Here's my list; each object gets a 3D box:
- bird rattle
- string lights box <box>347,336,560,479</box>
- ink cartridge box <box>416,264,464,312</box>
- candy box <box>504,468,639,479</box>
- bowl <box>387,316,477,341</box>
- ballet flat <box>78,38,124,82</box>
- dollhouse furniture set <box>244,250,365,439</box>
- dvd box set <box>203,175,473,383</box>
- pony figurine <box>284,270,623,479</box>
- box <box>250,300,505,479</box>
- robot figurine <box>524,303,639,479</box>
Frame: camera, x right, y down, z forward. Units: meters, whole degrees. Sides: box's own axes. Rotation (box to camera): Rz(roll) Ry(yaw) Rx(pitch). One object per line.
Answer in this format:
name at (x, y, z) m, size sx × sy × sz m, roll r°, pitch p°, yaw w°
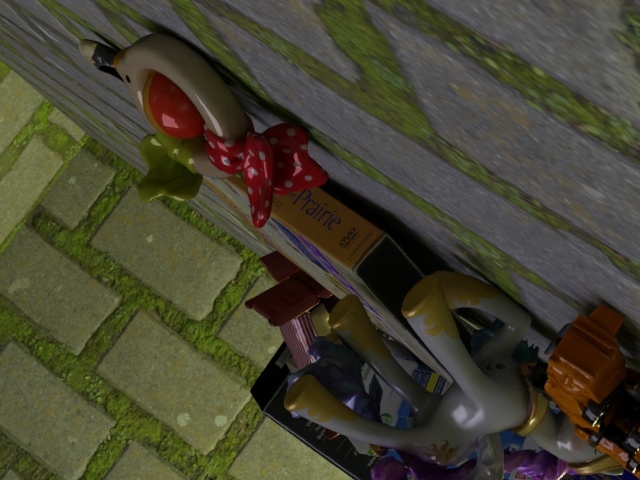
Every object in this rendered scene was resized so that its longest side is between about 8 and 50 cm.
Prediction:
bird rattle at (-0.123, -0.110, 1.458) m, size 0.207 × 0.143 × 0.253 m, roll 56°, pitch 165°, yaw -22°
string lights box at (0.173, 0.218, 1.870) m, size 0.260 × 0.133 × 0.077 m, roll 13°, pitch -164°, yaw -23°
ink cartridge box at (0.144, 0.070, 1.836) m, size 0.063 × 0.029 × 0.115 m, roll 36°, pitch 175°, yaw 17°
candy box at (0.332, 0.393, 1.915) m, size 0.122 × 0.317 × 0.268 m, roll 37°, pitch 177°, yaw -24°
bowl at (0.141, 0.122, 1.948) m, size 0.170 × 0.080 × 0.170 m, roll 34°, pitch -178°, yaw -1°
ballet flat at (-0.235, -0.195, 1.846) m, size 0.173 × 0.049 × 0.057 m, roll 37°, pitch 175°, yaw -4°
dollhouse furniture set at (-0.026, 0.120, 2.132) m, size 0.201 × 0.152 × 0.374 m, roll 64°, pitch 167°, yaw -18°
dvd box set at (0.000, 0.000, 1.776) m, size 0.420 × 0.062 × 0.307 m, roll 36°, pitch 172°, yaw 44°
pony figurine at (0.143, 0.208, 1.579) m, size 0.363 × 0.351 × 0.302 m, roll 37°, pitch -150°, yaw -22°
box at (0.148, 0.311, 2.666) m, size 0.472 × 0.297 × 0.480 m, roll 35°, pitch 176°, yaw -3°
robot figurine at (0.279, 0.149, 1.289) m, size 0.211 × 0.085 × 0.291 m, roll 35°, pitch 175°, yaw 17°
